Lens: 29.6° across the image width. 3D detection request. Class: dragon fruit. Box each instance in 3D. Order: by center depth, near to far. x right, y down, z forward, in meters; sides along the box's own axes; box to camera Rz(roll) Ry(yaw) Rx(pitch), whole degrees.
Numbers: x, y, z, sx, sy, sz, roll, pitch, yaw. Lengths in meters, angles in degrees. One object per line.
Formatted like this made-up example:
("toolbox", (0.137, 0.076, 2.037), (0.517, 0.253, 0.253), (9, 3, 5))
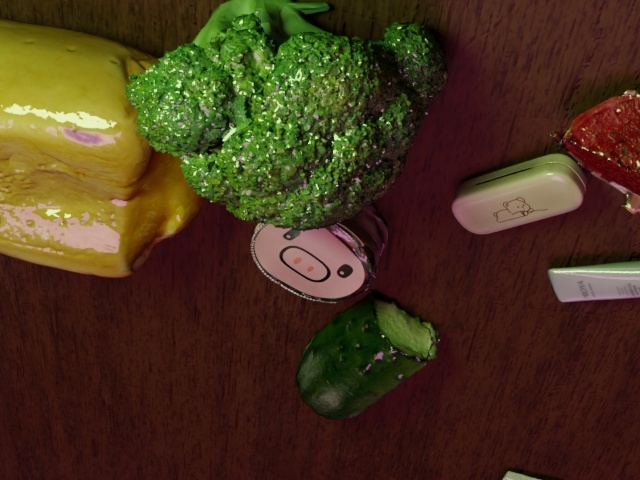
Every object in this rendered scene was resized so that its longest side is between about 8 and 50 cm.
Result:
("dragon fruit", (0.446, -0.103, 1.566), (0.274, 0.126, 0.161), (30, 173, 23))

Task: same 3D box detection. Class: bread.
("bread", (-0.347, -0.137, 1.706), (0.394, 0.250, 0.361), (9, 139, 4))

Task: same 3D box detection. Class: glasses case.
("glasses case", (0.277, -0.063, 1.694), (0.196, 0.050, 0.083), (-18, 130, 39))

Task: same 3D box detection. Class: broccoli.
("broccoli", (-0.030, -0.159, 1.543), (0.413, 0.310, 0.321), (-16, 127, -12))

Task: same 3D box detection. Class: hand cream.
("hand cream", (0.460, 0.056, 1.764), (0.255, 0.048, 0.079), (-7, 133, 26))

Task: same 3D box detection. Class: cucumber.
("cucumber", (0.048, 0.217, 2.038), (0.145, 0.105, 0.325), (32, 138, -15))

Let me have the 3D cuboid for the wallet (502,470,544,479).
("wallet", (0.385, 0.495, 2.258), (0.124, 0.032, 0.183), (12, 139, 6))

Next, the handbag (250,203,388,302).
("handbag", (-0.001, 0.001, 1.816), (0.205, 0.116, 0.179), (36, 133, -17))
